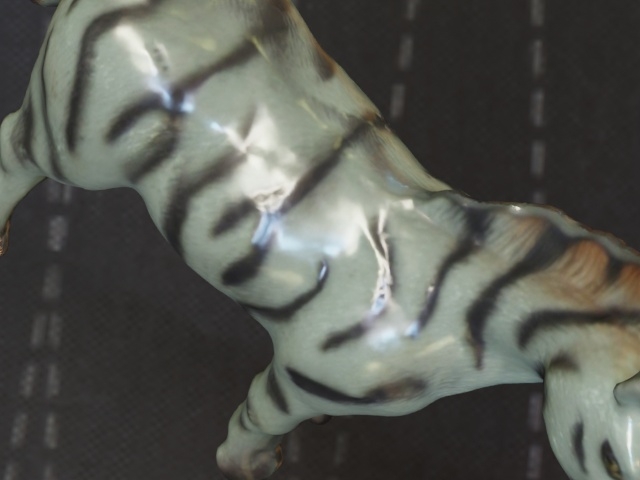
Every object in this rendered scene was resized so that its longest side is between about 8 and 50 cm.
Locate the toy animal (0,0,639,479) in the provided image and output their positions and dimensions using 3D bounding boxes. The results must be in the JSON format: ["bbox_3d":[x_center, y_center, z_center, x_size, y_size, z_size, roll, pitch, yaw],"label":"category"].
[{"bbox_3d":[0.000,0.013,0.508,0.090,0.255,0.170,-45,159,-37],"label":"toy animal"}]
